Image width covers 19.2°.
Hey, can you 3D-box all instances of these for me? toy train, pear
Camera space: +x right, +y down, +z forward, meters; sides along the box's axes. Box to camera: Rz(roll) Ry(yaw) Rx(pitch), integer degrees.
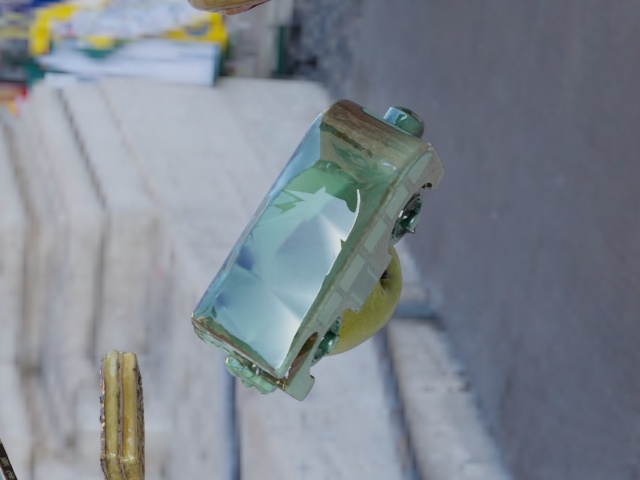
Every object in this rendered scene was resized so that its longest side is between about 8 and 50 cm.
[{"bbox_3d":[0.000,0.000,1.886,0.326,0.129,0.159,-57,-17,-5],"label":"toy train"},{"bbox_3d":[-0.004,0.047,2.163,0.198,0.198,0.198,-178,90,-74],"label":"pear"}]

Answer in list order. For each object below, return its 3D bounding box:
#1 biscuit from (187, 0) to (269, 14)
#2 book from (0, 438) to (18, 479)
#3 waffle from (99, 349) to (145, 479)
[{"bbox_3d":[-0.062,-0.271,1.517,0.394,0.368,0.076,8,126,45],"label":"biscuit"},{"bbox_3d":[-0.343,0.216,1.671,0.161,0.026,0.231,-32,74,22],"label":"book"},{"bbox_3d":[-0.221,0.208,2.116,0.102,0.042,0.148,86,180,-52],"label":"waffle"}]
